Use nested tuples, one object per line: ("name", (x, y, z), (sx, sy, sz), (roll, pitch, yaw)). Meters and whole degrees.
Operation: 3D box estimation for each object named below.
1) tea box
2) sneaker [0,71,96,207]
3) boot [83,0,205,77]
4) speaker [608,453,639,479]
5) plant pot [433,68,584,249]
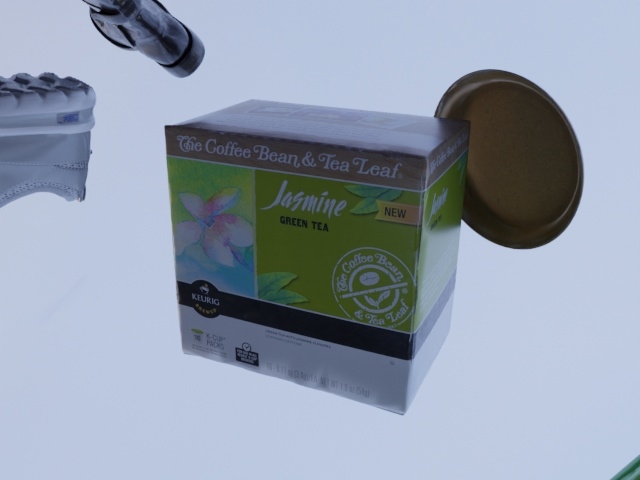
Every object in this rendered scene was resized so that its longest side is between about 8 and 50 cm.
("tea box", (0.000, 0.000, 0.855), (0.328, 0.220, 0.324), (9, -67, 22))
("sneaker", (-0.291, -0.044, 0.459), (0.105, 0.281, 0.115), (32, -52, 47))
("boot", (-0.286, -0.329, 0.861), (0.263, 0.229, 0.091), (33, -89, 30))
("speaker", (0.244, 0.239, 0.473), (0.296, 0.131, 0.131), (-30, -124, -17))
("plant pot", (0.236, -0.103, 0.833), (0.032, 0.236, 0.236), (-25, -130, -31))
